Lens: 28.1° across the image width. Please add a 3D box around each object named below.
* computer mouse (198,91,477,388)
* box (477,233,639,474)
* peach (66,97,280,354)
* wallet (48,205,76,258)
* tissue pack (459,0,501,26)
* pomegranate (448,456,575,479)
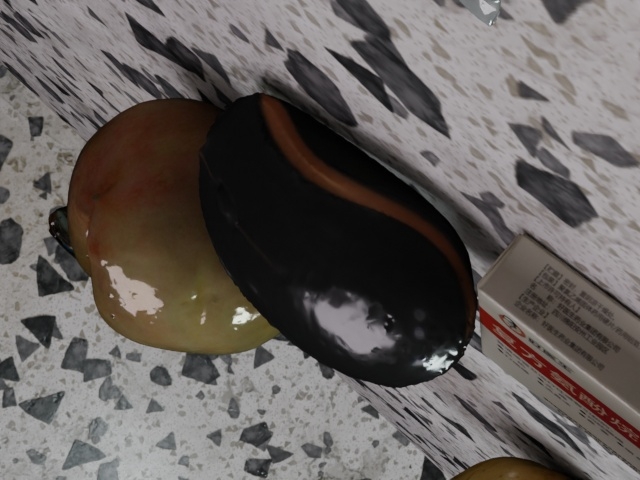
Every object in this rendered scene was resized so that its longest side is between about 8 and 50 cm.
[{"bbox_3d":[-0.003,0.002,1.102,0.323,0.116,0.183,38,129,30],"label":"computer mouse"},{"bbox_3d":[0.276,0.149,0.990,0.353,0.069,0.214,37,170,18],"label":"box"},{"bbox_3d":[-0.134,-0.018,1.341,0.292,0.247,0.292,53,-170,-14],"label":"peach"},{"bbox_3d":[-0.180,-0.015,1.590,0.169,0.044,0.317,40,-149,15],"label":"wallet"},{"bbox_3d":[0.036,-0.167,0.556,0.122,0.026,0.193,39,171,10],"label":"tissue pack"},{"bbox_3d":[0.270,0.471,1.780,0.338,0.338,0.338,40,171,7],"label":"pomegranate"}]
